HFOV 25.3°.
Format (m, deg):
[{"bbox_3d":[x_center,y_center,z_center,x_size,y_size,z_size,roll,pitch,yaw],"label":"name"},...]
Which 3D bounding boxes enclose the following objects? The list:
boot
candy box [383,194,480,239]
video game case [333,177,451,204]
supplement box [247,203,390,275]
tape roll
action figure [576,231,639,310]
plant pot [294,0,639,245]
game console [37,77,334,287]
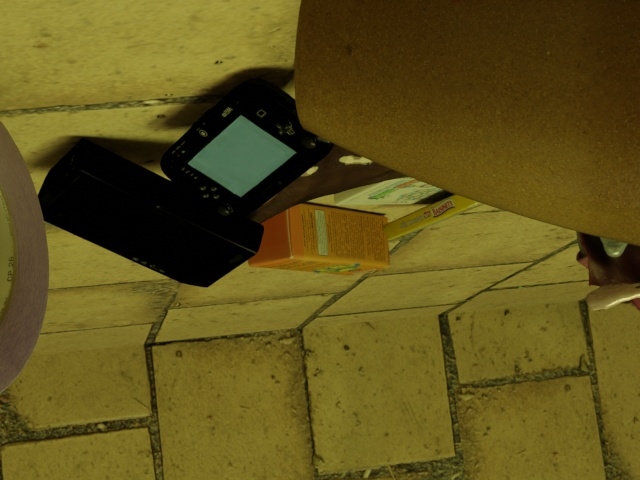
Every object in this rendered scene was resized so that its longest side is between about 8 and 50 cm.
[{"bbox_3d":[-0.006,-0.060,1.505,0.207,0.090,0.248,-3,165,-4],"label":"boot"},{"bbox_3d":[0.176,-0.046,1.837,0.105,0.027,0.206,-17,176,-32],"label":"candy box"},{"bbox_3d":[0.116,-0.069,1.751,0.143,0.019,0.157,-1,168,-30],"label":"video game case"},{"bbox_3d":[0.000,0.000,1.894,0.078,0.080,0.233,-12,171,35],"label":"supplement box"},{"bbox_3d":[-0.329,0.001,1.111,0.090,0.274,0.275,-12,169,25],"label":"tape roll"},{"bbox_3d":[0.443,0.019,1.774,0.248,0.275,0.370,-7,151,11],"label":"action figure"},{"bbox_3d":[0.118,-0.125,0.974,0.254,0.237,0.237,7,172,11],"label":"plant pot"},{"bbox_3d":[-0.124,-0.060,1.382,0.213,0.044,0.361,25,147,-22],"label":"game console"}]
